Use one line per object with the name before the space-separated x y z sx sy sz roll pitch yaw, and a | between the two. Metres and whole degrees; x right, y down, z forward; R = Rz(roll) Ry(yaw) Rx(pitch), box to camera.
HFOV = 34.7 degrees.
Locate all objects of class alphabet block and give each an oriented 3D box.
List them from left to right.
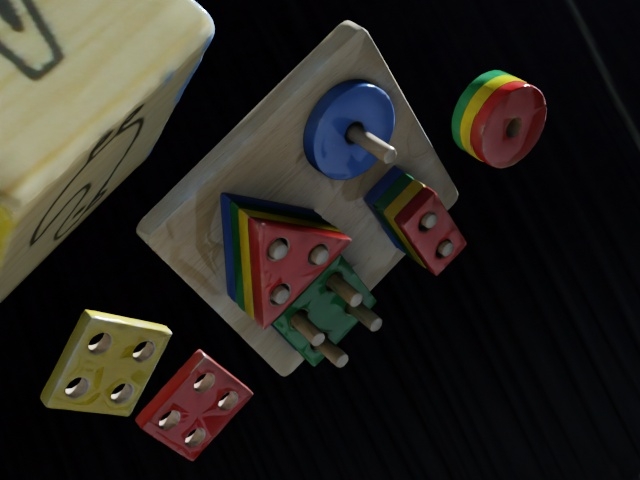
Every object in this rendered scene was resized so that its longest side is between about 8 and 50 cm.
alphabet block | -0.218 -0.099 0.659 0.197 0.193 0.192 -52 2 -34

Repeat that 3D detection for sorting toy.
sorting toy | 0.000 0.000 0.473 0.274 0.046 0.132 -45 -43 -7
